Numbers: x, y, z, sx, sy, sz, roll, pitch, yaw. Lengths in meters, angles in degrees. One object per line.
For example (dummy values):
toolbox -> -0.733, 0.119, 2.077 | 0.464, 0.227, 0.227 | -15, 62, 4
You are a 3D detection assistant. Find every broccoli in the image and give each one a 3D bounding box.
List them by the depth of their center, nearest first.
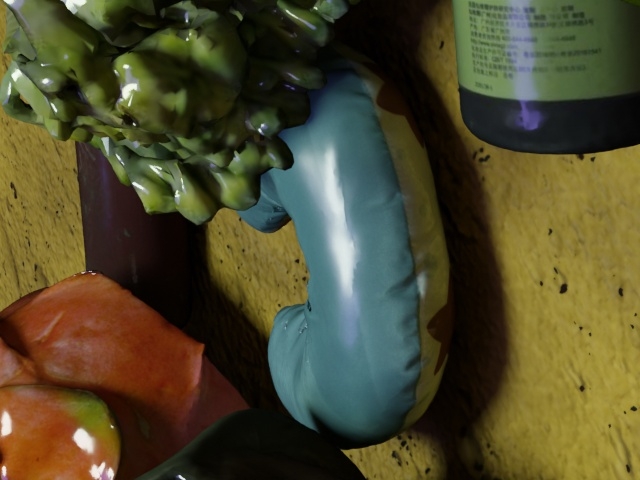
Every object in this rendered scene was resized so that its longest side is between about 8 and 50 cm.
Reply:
broccoli -> -0.072, -0.183, 0.911 | 0.324, 0.272, 0.334 | 60, 153, -5

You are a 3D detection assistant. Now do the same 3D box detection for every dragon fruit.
dragon fruit -> -0.156, 0.175, 1.217 | 0.290, 0.189, 0.291 | 26, 142, 22

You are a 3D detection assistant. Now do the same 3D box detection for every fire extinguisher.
fire extinguisher -> -0.122, -0.018, 1.251 | 0.089, 0.072, 0.268 | -88, -3, -64

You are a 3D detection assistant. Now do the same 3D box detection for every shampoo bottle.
shampoo bottle -> 0.097, -0.181, 0.765 | 0.101, 0.101, 0.284 | 22, 123, 53

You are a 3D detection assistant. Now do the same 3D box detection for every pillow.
pillow -> 0.000, 0.000, 1.041 | 0.214, 0.086, 0.233 | -18, 88, 65

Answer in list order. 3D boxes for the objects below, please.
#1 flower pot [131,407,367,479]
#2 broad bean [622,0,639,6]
flower pot -> -0.025, 0.238, 0.991 | 0.213, 0.302, 0.302 | 49, 142, 32
broad bean -> 0.103, -0.123, 0.687 | 0.339, 0.061, 0.077 | 17, 124, 21
